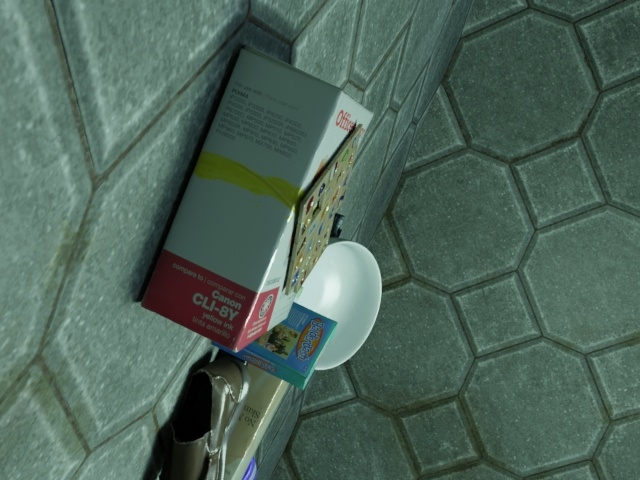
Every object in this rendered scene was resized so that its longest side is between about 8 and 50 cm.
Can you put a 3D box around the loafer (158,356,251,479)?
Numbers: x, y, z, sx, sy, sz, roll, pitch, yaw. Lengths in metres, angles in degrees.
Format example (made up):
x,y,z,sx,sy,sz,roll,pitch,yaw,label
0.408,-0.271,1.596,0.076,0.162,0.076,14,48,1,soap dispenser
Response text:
x,y,z,sx,sy,sz,roll,pitch,yaw,label
-0.260,0.402,1.371,0.130,0.133,0.366,25,79,-57,loafer

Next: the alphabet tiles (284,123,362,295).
x,y,z,sx,sy,sz,roll,pitch,yaw,label
0.001,-0.032,1.042,0.198,0.009,0.237,-57,167,-41,alphabet tiles

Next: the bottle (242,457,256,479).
x,y,z,sx,sy,sz,roll,pitch,yaw,label
-0.253,0.737,2.180,0.283,0.092,0.118,95,21,-62,bottle

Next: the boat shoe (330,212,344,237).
x,y,z,sx,sy,sz,roll,pitch,yaw,label
0.000,0.000,1.809,0.065,0.083,0.183,-49,160,-59,boat shoe

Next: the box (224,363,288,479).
x,y,z,sx,sy,sz,roll,pitch,yaw,label
-0.183,0.382,1.588,0.121,0.147,0.311,84,30,-70,box

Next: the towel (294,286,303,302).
x,y,z,sx,sy,sz,roll,pitch,yaw,label
-0.113,0.146,1.556,0.023,0.113,0.152,7,-115,54,towel

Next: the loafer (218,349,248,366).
x,y,z,sx,sy,sz,roll,pitch,yaw,label
-0.195,0.296,1.500,0.220,0.080,0.078,-65,169,-7,loafer

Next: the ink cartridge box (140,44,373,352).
x,y,z,sx,sy,sz,roll,pitch,yaw,label
-0.080,-0.061,1.044,0.385,0.160,0.279,-67,170,8,ink cartridge box

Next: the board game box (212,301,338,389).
x,y,z,sx,sy,sz,roll,pitch,yaw,label
-0.092,0.191,1.424,0.160,0.210,0.047,-55,165,-42,board game box

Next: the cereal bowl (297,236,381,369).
x,y,z,sx,sy,sz,roll,pitch,yaw,label
-0.007,0.147,1.757,0.338,0.141,0.339,-17,115,-40,cereal bowl
